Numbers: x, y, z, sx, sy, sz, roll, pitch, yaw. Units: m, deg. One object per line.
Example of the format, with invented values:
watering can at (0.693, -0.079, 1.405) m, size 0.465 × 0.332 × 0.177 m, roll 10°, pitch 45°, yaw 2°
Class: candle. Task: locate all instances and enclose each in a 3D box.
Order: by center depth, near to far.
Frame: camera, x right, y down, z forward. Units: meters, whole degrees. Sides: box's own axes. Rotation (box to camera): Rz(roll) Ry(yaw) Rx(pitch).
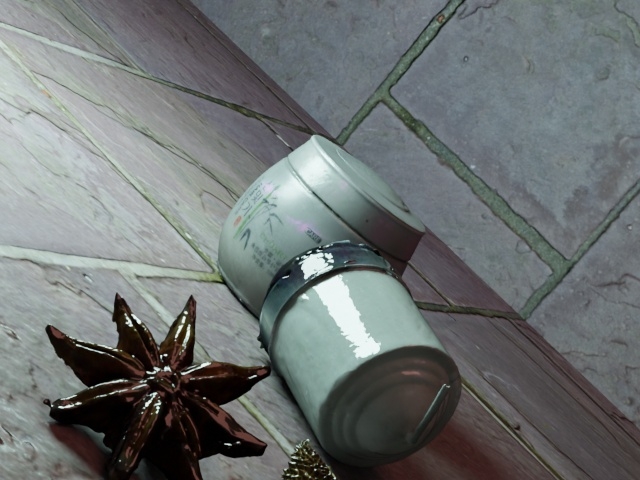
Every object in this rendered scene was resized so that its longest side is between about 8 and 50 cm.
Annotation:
candle at (0.058, 0.170, 2.101) m, size 0.221 × 0.221 × 0.342 m, roll 30°, pitch 19°, yaw -38°

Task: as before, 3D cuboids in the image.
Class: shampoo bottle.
shampoo bottle at (0.000, 0.000, 2.395) m, size 0.273 × 0.266 × 0.273 m, roll 37°, pitch 11°, yaw -9°

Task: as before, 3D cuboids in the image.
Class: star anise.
star anise at (-0.177, 0.173, 1.661) m, size 0.271 × 0.102 × 0.272 m, roll 16°, pitch 43°, yaw -16°

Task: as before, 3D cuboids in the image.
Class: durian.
durian at (-0.006, 0.291, 1.799) m, size 0.110 × 0.071 × 0.140 m, roll 53°, pitch -12°, yaw -4°
